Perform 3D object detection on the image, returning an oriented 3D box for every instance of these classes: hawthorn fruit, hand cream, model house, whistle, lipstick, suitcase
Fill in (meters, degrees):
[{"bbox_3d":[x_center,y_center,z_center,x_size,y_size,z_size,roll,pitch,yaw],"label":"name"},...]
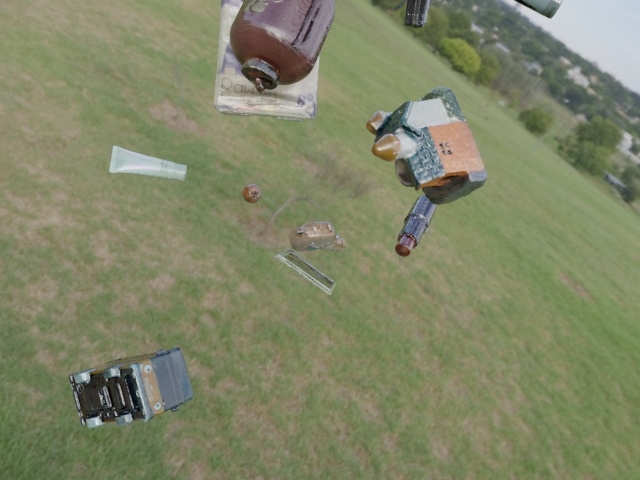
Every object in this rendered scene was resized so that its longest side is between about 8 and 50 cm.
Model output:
[{"bbox_3d":[-0.241,-0.163,2.042,0.066,0.067,0.103,18,4,-39],"label":"hawthorn fruit"},{"bbox_3d":[-0.477,-0.207,1.695,0.204,0.050,0.078,10,76,-23],"label":"hand cream"},{"bbox_3d":[0.209,-0.213,1.450,0.300,0.190,0.271,-11,78,-38],"label":"model house"},{"bbox_3d":[0.000,0.000,1.429,0.220,0.107,0.057,16,57,-64],"label":"whistle"},{"bbox_3d":[0.296,-0.045,1.903,0.081,0.081,0.300,36,41,-2],"label":"lipstick"},{"bbox_3d":[0.262,-0.640,1.640,0.059,0.126,0.086,12,29,12],"label":"suitcase"}]

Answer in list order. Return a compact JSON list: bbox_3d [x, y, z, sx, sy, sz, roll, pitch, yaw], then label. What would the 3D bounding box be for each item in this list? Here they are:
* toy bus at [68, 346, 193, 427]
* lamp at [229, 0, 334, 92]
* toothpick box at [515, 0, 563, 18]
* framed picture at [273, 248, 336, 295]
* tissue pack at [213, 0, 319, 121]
[{"bbox_3d":[-0.432,0.335,1.392,0.167,0.275,0.139,-14,87,-50],"label":"toy bus"},{"bbox_3d":[-0.068,-0.401,1.141,0.180,0.258,0.180,19,-15,5],"label":"lamp"},{"bbox_3d":[0.380,-0.431,1.067,0.083,0.052,0.052,26,22,1],"label":"toothpick box"},{"bbox_3d":[-0.041,0.096,1.983,0.216,0.016,0.273,35,5,2],"label":"framed picture"},{"bbox_3d":[-0.115,-0.457,1.412,0.242,0.344,0.125,5,14,-7],"label":"tissue pack"}]
